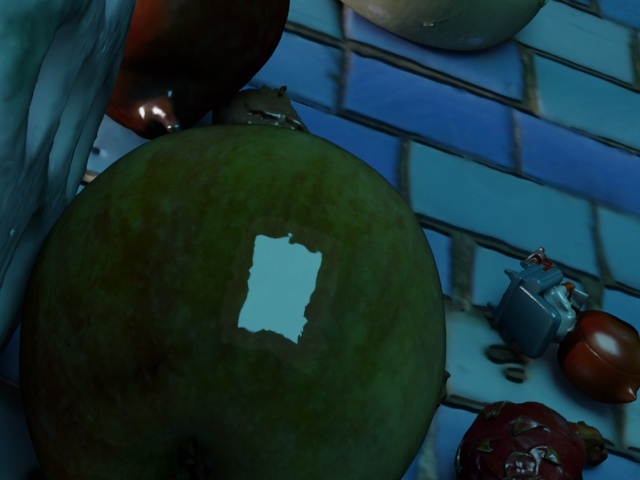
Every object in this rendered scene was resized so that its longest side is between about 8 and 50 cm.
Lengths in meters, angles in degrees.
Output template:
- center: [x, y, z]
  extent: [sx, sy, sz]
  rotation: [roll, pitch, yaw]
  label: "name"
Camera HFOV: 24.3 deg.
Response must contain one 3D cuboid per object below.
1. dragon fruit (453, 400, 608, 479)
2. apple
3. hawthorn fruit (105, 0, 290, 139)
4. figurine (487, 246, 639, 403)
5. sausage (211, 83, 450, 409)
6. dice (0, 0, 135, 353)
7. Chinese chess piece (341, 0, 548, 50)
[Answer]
- center: [0.151, 0.155, 1.052]
  extent: [0.094, 0.094, 0.190]
  rotation: [43, 20, 17]
  label: "dragon fruit"
- center: [-0.054, 0.065, 0.873]
  extent: [0.257, 0.256, 0.234]
  rotation: [27, 27, -3]
  label: "apple"
- center: [-0.123, -0.181, 1.144]
  extent: [0.208, 0.208, 0.248]
  rotation: [12, 59, -19]
  label: "hawthorn fruit"
- center: [0.199, 0.073, 1.163]
  extent: [0.140, 0.068, 0.075]
  rotation: [42, 39, 18]
  label: "figurine"
- center: [-0.002, -0.001, 1.118]
  extent: [0.087, 0.079, 0.326]
  rotation: [22, 32, -51]
  label: "sausage"
- center: [-0.299, -0.112, 0.845]
  extent: [0.328, 0.330, 0.348]
  rotation: [18, 41, -2]
  label: "dice"
- center: [0.108, -0.303, 1.480]
  extent: [0.273, 0.102, 0.273]
  rotation: [16, 40, -14]
  label: "Chinese chess piece"
